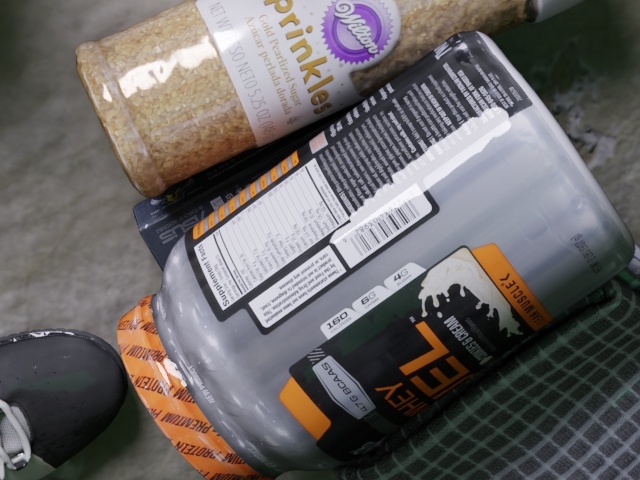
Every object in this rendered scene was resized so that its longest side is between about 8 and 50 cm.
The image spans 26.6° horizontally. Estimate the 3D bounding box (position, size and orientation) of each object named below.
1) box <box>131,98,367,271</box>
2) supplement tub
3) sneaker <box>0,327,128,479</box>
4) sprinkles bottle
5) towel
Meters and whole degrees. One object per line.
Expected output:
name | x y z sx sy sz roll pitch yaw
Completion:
box | 0.000 0.000 1.040 0.232 0.059 0.183 -30 114 -1
supplement tub | 0.032 0.023 0.910 0.316 0.193 0.193 -36 114 9
sneaker | -0.292 0.178 0.997 0.330 0.146 0.122 -24 113 -5
sprinkles bottle | 0.012 -0.154 0.950 0.355 0.121 0.121 -25 114 -2
towel | 0.179 0.140 1.039 0.235 0.121 0.283 39 109 -24
